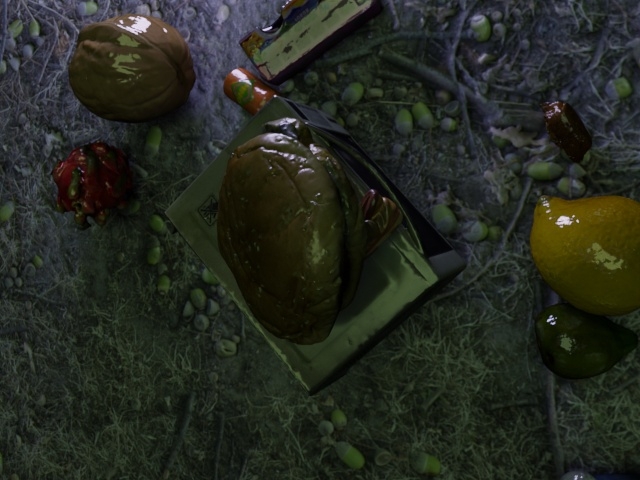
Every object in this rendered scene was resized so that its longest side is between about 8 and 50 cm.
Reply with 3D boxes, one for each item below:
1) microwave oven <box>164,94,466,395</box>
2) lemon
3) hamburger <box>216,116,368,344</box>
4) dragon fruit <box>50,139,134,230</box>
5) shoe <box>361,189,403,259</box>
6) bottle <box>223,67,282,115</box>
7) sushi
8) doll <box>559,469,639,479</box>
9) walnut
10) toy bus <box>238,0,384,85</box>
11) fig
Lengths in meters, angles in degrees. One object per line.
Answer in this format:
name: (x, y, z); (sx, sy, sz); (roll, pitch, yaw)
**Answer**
microwave oven: (0.000, 0.000, 1.051); (0.333, 0.247, 0.394); (-44, 76, 14)
lemon: (0.430, 0.019, 0.934); (0.244, 0.187, 0.187); (37, 100, 18)
hamburger: (-0.051, -0.007, 0.815); (0.134, 0.265, 0.285); (-22, 57, -26)
dragon fruit: (-0.472, -0.110, 1.254); (0.160, 0.172, 0.166); (24, 125, -5)
shoe: (0.059, -0.022, 0.866); (0.109, 0.072, 0.069); (-31, 118, 22)
bottle: (-0.105, -0.264, 1.173); (0.187, 0.069, 0.069); (37, 100, 26)
sushi: (0.404, -0.183, 1.015); (0.060, 0.061, 0.118); (-33, 74, 49)
doll: (0.485, 0.486, 0.921); (0.228, 0.154, 0.258); (-14, 75, 51)
walnut: (-0.376, -0.339, 1.212); (0.261, 0.225, 0.224); (13, 93, 31)
toy bus: (-0.014, -0.412, 1.150); (0.274, 0.090, 0.112); (-33, 85, 15)
fig: (0.426, 0.158, 0.968); (0.156, 0.123, 0.123); (-10, 85, 9)
